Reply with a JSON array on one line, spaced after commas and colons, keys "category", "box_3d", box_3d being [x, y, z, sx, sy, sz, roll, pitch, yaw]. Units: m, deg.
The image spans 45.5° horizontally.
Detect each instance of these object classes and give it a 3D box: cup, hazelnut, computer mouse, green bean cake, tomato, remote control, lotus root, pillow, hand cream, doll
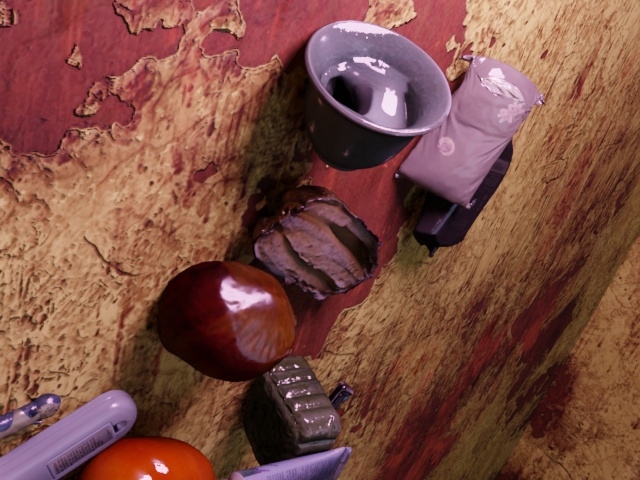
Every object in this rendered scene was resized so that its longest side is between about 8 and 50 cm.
[{"category": "cup", "box_3d": [0.050, -0.168, 1.009, 0.199, 0.199, 0.150, -26, 160, -36]}, {"category": "hazelnut", "box_3d": [-0.129, 0.110, 1.083, 0.202, 0.160, 0.170, 37, 77, -23]}, {"category": "computer mouse", "box_3d": [0.255, -0.089, 1.421, 0.147, 0.088, 0.264, 13, 110, -54]}, {"category": "green bean cake", "box_3d": [-0.060, 0.324, 1.346, 0.094, 0.183, 0.185, -2, 127, -32]}, {"category": "tomato", "box_3d": [-0.272, 0.401, 1.146, 0.260, 0.180, 0.260, -45, 151, -34]}, {"category": "remote control", "box_3d": [-0.007, 0.394, 1.648, 0.212, 0.028, 0.059, -51, 151, -2]}, {"category": "remote control", "box_3d": [-0.361, 0.292, 1.049, 0.244, 0.047, 0.087, -32, 148, -27]}, {"category": "lotus root", "box_3d": [0.000, 0.000, 1.201, 0.167, 0.078, 0.329, -29, 152, 7]}, {"category": "pillow", "box_3d": [0.254, -0.176, 1.278, 0.169, 0.059, 0.255, 26, 109, -17]}, {"category": "hand cream", "box_3d": [-0.054, 0.385, 1.227, 0.256, 0.055, 0.088, 3, 119, -42]}, {"category": "doll", "box_3d": [-0.387, 0.229, 0.965, 0.125, 0.027, 0.037, -26, 148, -37]}]
